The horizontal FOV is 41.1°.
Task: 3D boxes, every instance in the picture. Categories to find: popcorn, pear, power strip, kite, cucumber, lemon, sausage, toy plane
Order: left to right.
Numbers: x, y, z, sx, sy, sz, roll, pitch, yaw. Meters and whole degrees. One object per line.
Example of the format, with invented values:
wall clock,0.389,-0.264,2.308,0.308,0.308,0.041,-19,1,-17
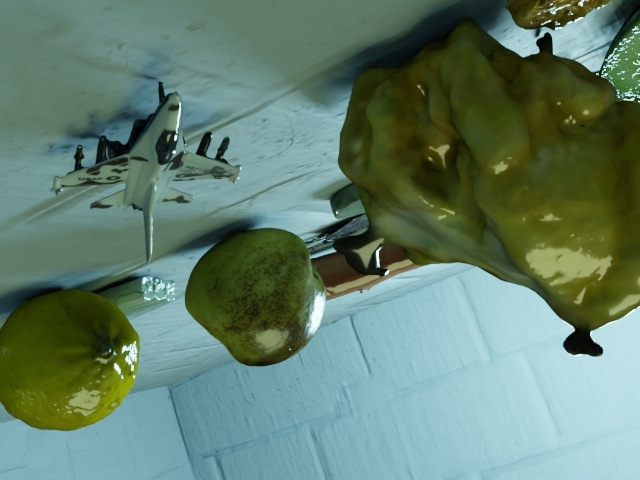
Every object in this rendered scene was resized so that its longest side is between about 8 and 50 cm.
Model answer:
lemon,-0.349,0.164,1.168,0.192,0.192,0.231,-10,170,-42
toy plane,-0.134,-0.070,0.684,0.160,0.082,0.234,-5,151,-19
pear,-0.084,0.074,1.208,0.197,0.197,0.197,-18,170,-3
kite,0.000,0.000,1.443,0.285,0.015,0.152,-20,170,5
sausage,0.103,0.035,1.599,0.419,0.094,0.094,-18,148,0
power strip,0.114,-0.073,1.224,0.227,0.029,0.080,-12,166,-30
popcorn,0.168,-0.067,0.785,0.316,0.281,0.297,22,170,-4
cucumber,0.346,-0.204,0.827,0.115,0.063,0.244,22,165,-5

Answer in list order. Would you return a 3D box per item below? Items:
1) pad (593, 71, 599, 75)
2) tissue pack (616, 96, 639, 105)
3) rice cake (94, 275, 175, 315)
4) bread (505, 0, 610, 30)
pad,0.228,-0.158,1.053,0.211,0.003,0.143,-16,170,-17
tissue pack,0.539,-0.176,0.888,0.293,0.228,0.382,-15,168,-11
rice cake,-0.344,0.111,1.318,0.237,0.043,0.127,-21,169,12
bread,0.192,-0.198,0.650,0.083,0.044,0.110,-11,170,-33
